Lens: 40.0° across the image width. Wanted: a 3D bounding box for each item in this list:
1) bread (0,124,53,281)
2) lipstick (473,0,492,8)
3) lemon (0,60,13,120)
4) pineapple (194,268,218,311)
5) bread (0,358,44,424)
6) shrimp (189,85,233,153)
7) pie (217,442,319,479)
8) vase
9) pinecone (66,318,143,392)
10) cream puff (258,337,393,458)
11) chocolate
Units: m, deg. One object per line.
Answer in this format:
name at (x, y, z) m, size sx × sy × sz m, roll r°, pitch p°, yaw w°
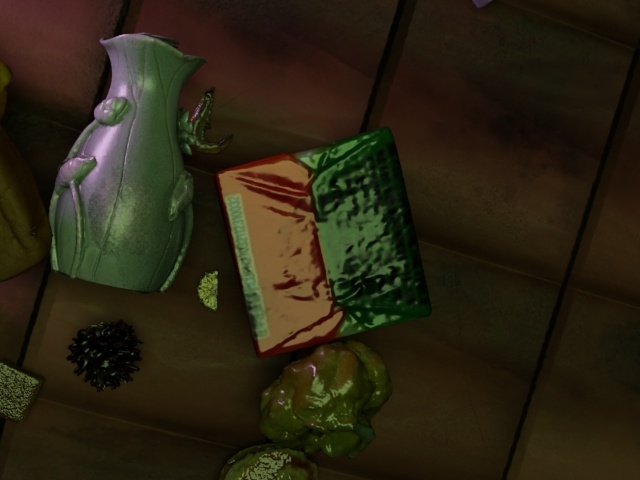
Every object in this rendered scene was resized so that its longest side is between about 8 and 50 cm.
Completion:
bread at (-0.619, -0.070, 1.417) m, size 0.327 × 0.148 × 0.337 m, roll -17°, pitch 131°, yaw 2°
lipstick at (0.236, -0.622, 1.681) m, size 0.079 × 0.076 × 0.371 m, roll -38°, pitch 99°, yaw -6°
lemon at (-0.657, -0.254, 1.496) m, size 0.253 × 0.228 × 0.228 m, roll -30°, pitch 98°, yaw -16°
pineapple at (-0.219, 0.096, 1.695) m, size 0.045 × 0.019 × 0.083 m, roll -1°, pitch 94°, yaw -15°
bread at (-0.578, 0.284, 1.644) m, size 0.090 × 0.035 × 0.094 m, roll 27°, pitch 89°, yaw -10°
shrimp at (-0.206, -0.228, 1.668) m, size 0.091 × 0.025 × 0.127 m, roll 13°, pitch 96°, yaw -10°
pie at (-0.100, 0.488, 1.709) m, size 0.205 × 0.084 × 0.179 m, roll -14°, pitch 96°, yaw -11°
vase at (-0.333, -0.141, 1.551) m, size 0.249 × 0.250 × 0.446 m, roll 11°, pitch 92°, yaw -9°
pinecone at (-0.393, 0.213, 1.612) m, size 0.140 × 0.140 × 0.121 m, roll -21°, pitch 72°, yaw -7°
cream puff at (0.019, 0.312, 1.619) m, size 0.281 × 0.282 × 0.185 m, roll -35°, pitch 70°, yaw -5°
chocolate at (0.000, 0.000, 1.649) m, size 0.341 × 0.161 × 0.360 m, roll -14°, pitch 96°, yaw -7°
